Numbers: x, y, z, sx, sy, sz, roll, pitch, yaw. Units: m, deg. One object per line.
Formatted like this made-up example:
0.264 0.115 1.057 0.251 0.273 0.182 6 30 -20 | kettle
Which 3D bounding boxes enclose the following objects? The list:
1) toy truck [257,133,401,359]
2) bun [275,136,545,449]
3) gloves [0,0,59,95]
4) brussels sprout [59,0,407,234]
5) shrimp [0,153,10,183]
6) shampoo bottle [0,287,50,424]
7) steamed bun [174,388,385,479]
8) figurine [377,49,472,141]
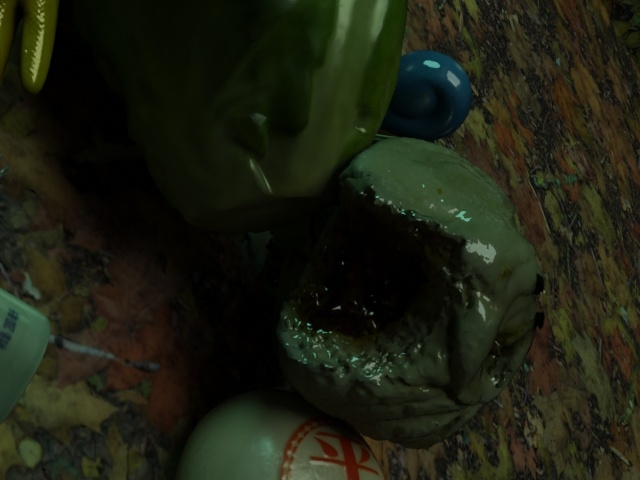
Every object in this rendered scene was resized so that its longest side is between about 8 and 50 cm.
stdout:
0.002 0.004 1.063 0.128 0.135 0.259 -2 106 -56 | toy truck
0.097 0.058 0.903 0.205 0.281 0.281 31 26 19 | bun
-0.265 -0.240 0.784 0.133 0.116 0.294 15 88 -11 | gloves
-0.080 -0.199 0.890 0.371 0.315 0.276 65 20 9 | brussels sprout
-0.294 -0.027 0.743 0.165 0.065 0.056 -46 142 -61 | shrimp
-0.345 0.021 0.603 0.359 0.078 0.134 39 74 -38 | shampoo bottle
-0.019 0.246 0.905 0.232 0.145 0.232 35 44 -43 | steamed bun
0.091 -0.034 1.217 0.298 0.243 0.416 -74 153 -57 | figurine
